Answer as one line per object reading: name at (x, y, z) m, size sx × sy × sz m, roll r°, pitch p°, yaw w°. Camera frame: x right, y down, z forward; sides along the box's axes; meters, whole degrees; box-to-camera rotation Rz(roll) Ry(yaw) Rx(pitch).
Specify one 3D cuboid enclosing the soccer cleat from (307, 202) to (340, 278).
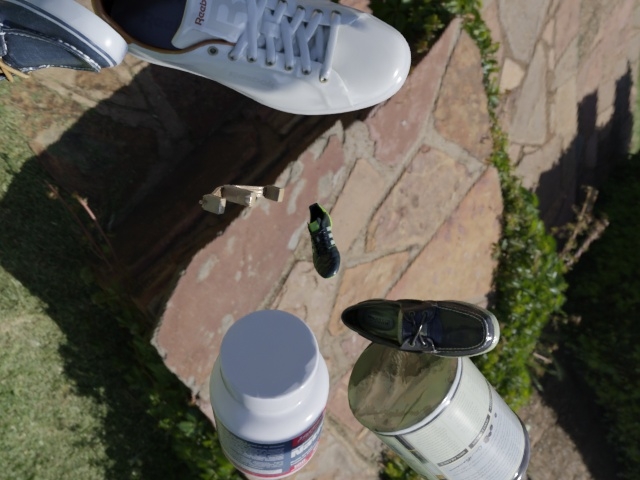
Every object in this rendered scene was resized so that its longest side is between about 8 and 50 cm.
soccer cleat at (0.000, 0.000, 1.259) m, size 0.060 × 0.179 × 0.072 m, roll -22°, pitch 137°, yaw 14°

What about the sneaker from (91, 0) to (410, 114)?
sneaker at (-0.060, -0.176, 0.543) m, size 0.123 × 0.290 × 0.106 m, roll -85°, pitch -176°, yaw -83°

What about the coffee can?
coffee can at (0.203, 0.294, 1.028) m, size 0.201 × 0.201 × 0.275 m, roll -51°, pitch 123°, yaw -16°

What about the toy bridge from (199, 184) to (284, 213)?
toy bridge at (-0.137, -0.074, 1.011) m, size 0.188 × 0.063 × 0.026 m, roll -18°, pitch 122°, yaw -59°

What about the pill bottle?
pill bottle at (-0.047, 0.143, 0.563) m, size 0.108 × 0.108 × 0.180 m, roll -39°, pitch 155°, yaw -27°

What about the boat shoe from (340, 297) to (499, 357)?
boat shoe at (0.126, 0.118, 0.828) m, size 0.073 × 0.223 × 0.080 m, roll -1°, pitch 93°, yaw -49°

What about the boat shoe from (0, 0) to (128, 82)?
boat shoe at (-0.217, -0.126, 0.408) m, size 0.083 × 0.183 × 0.065 m, roll -65°, pitch 160°, yaw -9°
